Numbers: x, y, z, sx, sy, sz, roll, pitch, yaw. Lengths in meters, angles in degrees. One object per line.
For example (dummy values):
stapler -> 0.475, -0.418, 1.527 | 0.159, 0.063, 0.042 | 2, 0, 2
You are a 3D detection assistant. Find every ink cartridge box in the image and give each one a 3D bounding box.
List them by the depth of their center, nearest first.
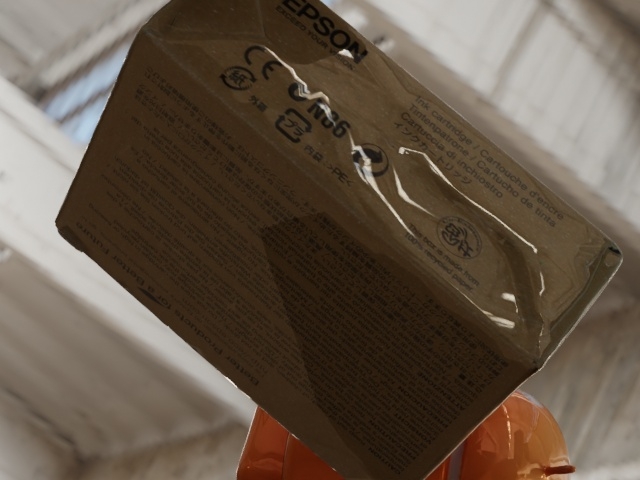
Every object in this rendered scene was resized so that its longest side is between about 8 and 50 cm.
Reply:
ink cartridge box -> 0.000, 0.000, 0.903 | 0.235, 0.088, 0.193 | 40, -33, 3

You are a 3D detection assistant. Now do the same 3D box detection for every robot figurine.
robot figurine -> 0.061, 0.148, 1.166 | 0.219, 0.128, 0.158 | 4, -71, 22
